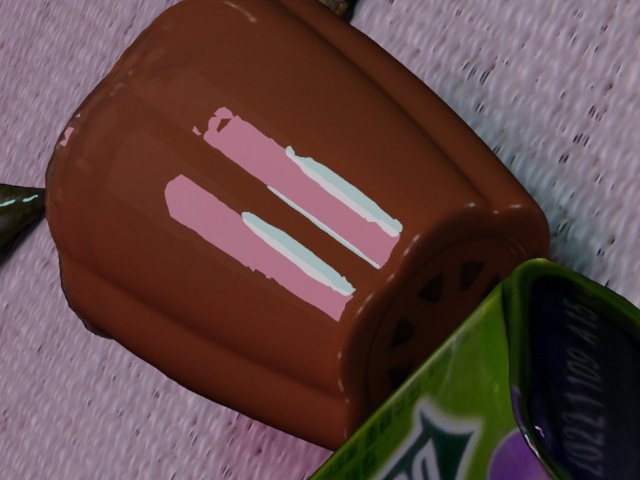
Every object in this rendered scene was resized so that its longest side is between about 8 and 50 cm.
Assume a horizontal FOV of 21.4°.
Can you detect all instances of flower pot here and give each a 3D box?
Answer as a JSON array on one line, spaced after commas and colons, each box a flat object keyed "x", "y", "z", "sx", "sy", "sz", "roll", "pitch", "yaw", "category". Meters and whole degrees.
[{"x": 0.000, "y": 0.000, "z": 0.748, "sx": 0.173, "sy": 0.191, "sz": 0.190, "roll": 34, "pitch": 97, "yaw": 41, "category": "flower pot"}]

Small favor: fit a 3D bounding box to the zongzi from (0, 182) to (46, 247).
[{"x": -0.357, "y": 0.000, "z": 1.200, "sx": 0.360, "sy": 0.160, "sz": 0.323, "roll": -17, "pitch": 11, "yaw": -4, "category": "zongzi"}]

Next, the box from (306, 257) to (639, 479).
[{"x": 0.007, "y": 0.162, "z": 0.669, "sx": 0.345, "sy": 0.097, "sz": 0.134, "roll": -48, "pitch": 29, "yaw": 32, "category": "box"}]

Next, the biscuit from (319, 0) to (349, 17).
[{"x": -0.034, "y": -0.202, "z": 1.005, "sx": 0.237, "sy": 0.026, "sz": 0.131, "roll": 29, "pitch": 91, "yaw": 52, "category": "biscuit"}]
